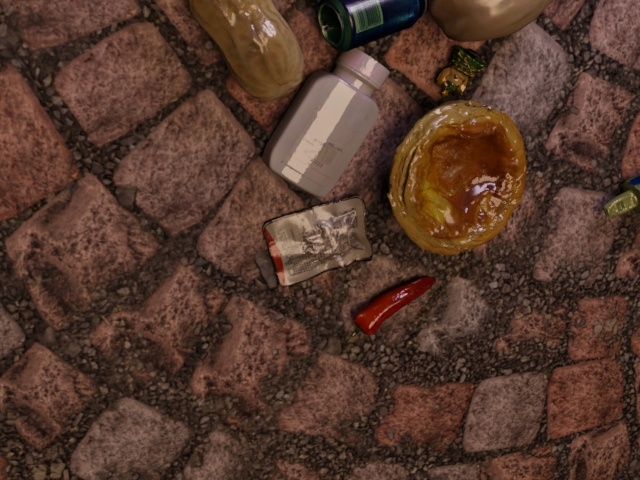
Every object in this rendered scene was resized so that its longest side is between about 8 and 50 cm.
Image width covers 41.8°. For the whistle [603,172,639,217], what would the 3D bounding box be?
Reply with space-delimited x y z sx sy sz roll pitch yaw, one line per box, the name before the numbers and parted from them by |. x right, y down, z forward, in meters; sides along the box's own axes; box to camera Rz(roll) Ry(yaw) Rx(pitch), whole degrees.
whistle | 0.786 -0.119 2.026 0.227 0.085 0.105 -26 107 -8

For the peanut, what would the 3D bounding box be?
peanut | -0.142 -0.401 1.568 0.152 0.152 0.313 -34 115 -4

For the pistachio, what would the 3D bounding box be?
pistachio | 0.359 -0.516 1.660 0.331 0.208 0.226 -24 161 -14

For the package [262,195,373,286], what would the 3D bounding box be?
package | 0.000 0.000 1.831 0.232 0.040 0.166 -18 112 -3

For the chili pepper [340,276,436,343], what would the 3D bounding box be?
chili pepper | 0.152 0.152 1.926 0.272 0.071 0.063 -35 78 -9

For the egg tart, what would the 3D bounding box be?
egg tart | 0.281 -0.140 1.810 0.352 0.150 0.352 -9 113 -22

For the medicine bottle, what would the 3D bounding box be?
medicine bottle | 0.017 -0.245 1.701 0.161 0.111 0.296 28 101 -26

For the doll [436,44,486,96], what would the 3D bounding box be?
doll | 0.292 -0.365 1.787 0.078 0.077 0.113 17 137 -32

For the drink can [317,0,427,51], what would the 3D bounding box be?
drink can | 0.101 -0.448 1.630 0.205 0.118 0.118 -24 117 -24
